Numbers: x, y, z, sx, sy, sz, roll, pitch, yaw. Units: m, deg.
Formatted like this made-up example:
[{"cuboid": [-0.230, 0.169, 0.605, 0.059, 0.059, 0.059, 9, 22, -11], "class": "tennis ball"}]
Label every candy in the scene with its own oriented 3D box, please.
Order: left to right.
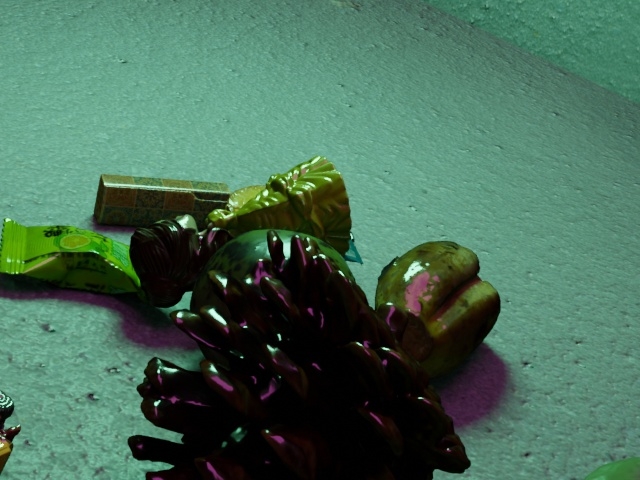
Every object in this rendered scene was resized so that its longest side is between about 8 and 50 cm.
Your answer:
[{"cuboid": [-0.355, 0.028, 1.763, 0.246, 0.069, 0.149, 10, 25, -13], "class": "candy"}]

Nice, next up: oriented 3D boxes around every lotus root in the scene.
[{"cuboid": [0.168, 0.099, 1.786, 0.193, 0.193, 0.291, 25, 28, 19], "class": "lotus root"}]

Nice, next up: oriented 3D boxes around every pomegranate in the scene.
[{"cuboid": [-0.025, 0.101, 1.631, 0.306, 0.242, 0.242, 7, 26, -38], "class": "pomegranate"}]

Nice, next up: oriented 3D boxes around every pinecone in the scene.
[{"cuboid": [-0.027, 0.205, 1.309, 0.398, 0.397, 0.397, 12, 27, -6], "class": "pinecone"}]

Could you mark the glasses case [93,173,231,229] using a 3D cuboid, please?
[{"cuboid": [-0.262, -0.061, 1.974, 0.218, 0.075, 0.049, 3, 32, -24], "class": "glasses case"}]

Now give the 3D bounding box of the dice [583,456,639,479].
[{"cuboid": [0.327, 0.418, 1.087, 0.322, 0.330, 0.318, 26, 30, 18], "class": "dice"}]

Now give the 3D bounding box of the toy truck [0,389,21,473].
[{"cuboid": [-0.456, 0.182, 1.331, 0.270, 0.114, 0.135, 39, 26, 18], "class": "toy truck"}]

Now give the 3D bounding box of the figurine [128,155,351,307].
[{"cuboid": [-0.131, -0.014, 1.756, 0.315, 0.168, 0.187, -13, 9, -20], "class": "figurine"}]

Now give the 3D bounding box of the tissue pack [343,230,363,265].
[{"cuboid": [0.000, 0.000, 1.914, 0.138, 0.028, 0.085, 4, 44, -24], "class": "tissue pack"}]

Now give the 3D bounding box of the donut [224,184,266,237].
[{"cuboid": [-0.077, -0.009, 1.972, 0.190, 0.074, 0.174, 37, 33, 21], "class": "donut"}]
